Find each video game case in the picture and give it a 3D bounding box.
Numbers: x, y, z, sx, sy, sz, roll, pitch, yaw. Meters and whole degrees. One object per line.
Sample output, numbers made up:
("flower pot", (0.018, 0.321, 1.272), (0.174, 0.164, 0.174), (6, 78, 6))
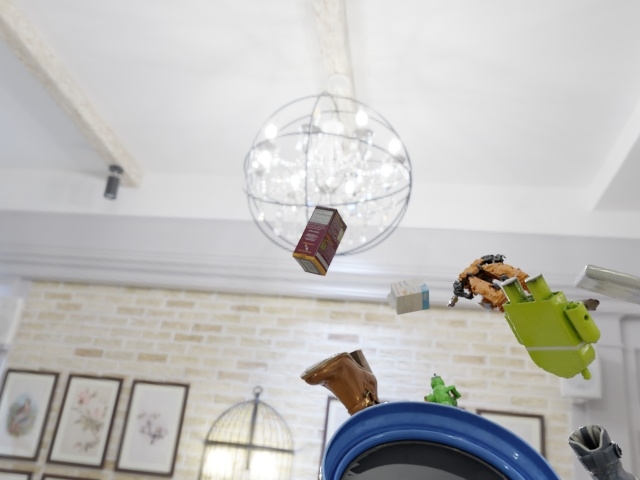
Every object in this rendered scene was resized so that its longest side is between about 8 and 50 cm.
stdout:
("video game case", (0.908, 0.147, 1.741), (0.329, 0.036, 0.300), (16, -6, 19))

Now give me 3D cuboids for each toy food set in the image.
("toy food set", (0.482, 0.206, 2.184), (0.019, 0.078, 0.122), (32, -6, 9))

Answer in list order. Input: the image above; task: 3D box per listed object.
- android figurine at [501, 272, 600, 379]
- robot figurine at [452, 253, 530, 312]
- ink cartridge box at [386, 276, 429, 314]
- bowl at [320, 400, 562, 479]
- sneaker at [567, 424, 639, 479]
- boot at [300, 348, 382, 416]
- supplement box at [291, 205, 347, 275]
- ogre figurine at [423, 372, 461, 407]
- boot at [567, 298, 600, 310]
("android figurine", (0.526, 0.204, 1.406), (0.056, 0.273, 0.248), (-32, 1, -24))
("robot figurine", (0.564, 0.142, 2.030), (0.085, 0.211, 0.291), (52, -5, -18))
("ink cartridge box", (0.325, 0.209, 2.285), (0.143, 0.092, 0.090), (-10, -57, -6))
("bowl", (0.190, 0.403, 0.961), (0.391, 0.391, 0.077), (7, -68, -1))
("sneaker", (0.607, 0.473, 1.312), (0.086, 0.163, 0.226), (-32, -21, 12))
("boot", (0.070, 0.403, 1.568), (0.109, 0.220, 0.283), (-27, -16, 22))
("supplement box", (0.000, 0.000, 1.883), (0.080, 0.188, 0.104), (11, -27, 31))
("ogre figurine", (0.337, 0.443, 1.655), (0.096, 0.197, 0.118), (-10, -57, 23))
("boot", (0.748, 0.190, 1.783), (0.087, 0.042, 0.118), (-8, 3, -38))
